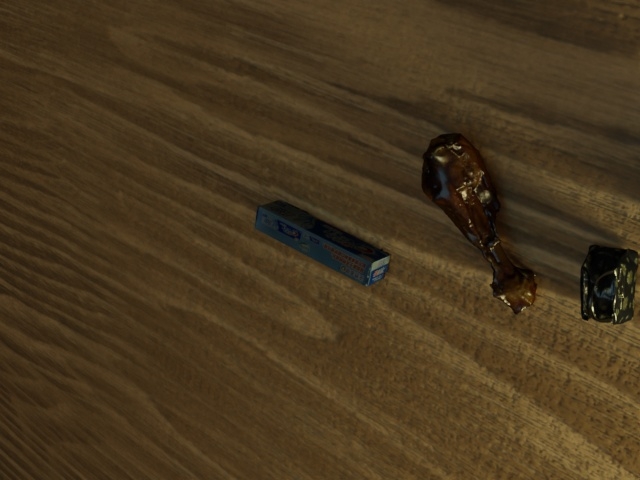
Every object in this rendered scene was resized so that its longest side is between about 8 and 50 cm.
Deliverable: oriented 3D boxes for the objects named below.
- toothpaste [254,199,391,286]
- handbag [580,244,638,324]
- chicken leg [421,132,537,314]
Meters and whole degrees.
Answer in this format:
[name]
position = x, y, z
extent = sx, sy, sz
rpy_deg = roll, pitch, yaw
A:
[toothpaste]
position = 0.000, 0.000, 1.500
extent = 0.272, 0.066, 0.053
rpy_deg = 27, 117, 30
[handbag]
position = 0.401, 0.075, 1.153
extent = 0.072, 0.139, 0.115
rpy_deg = 7, 105, 29
[chicken leg]
position = 0.245, -0.025, 1.275
extent = 0.093, 0.113, 0.304
rpy_deg = -29, 85, 61
